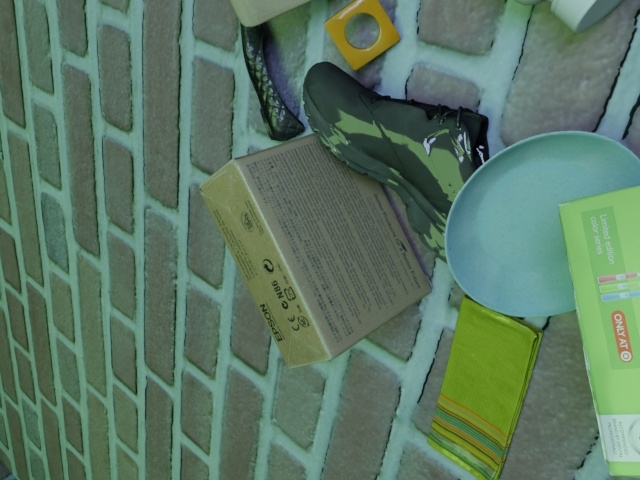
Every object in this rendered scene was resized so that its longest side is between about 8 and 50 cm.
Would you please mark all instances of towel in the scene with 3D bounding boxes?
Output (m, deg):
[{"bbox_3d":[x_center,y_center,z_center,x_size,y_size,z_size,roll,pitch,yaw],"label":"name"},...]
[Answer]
[{"bbox_3d":[0.192,0.186,0.763,0.102,0.021,0.237,25,123,32],"label":"towel"}]

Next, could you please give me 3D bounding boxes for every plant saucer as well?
[{"bbox_3d":[0.211,-0.016,0.594,0.195,0.037,0.194,0,120,0],"label":"plant saucer"}]

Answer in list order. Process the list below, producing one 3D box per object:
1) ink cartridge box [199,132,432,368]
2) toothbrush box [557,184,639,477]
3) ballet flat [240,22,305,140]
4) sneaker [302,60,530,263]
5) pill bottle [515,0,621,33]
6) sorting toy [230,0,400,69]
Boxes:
[{"bbox_3d":[0.000,0.000,0.733,0.088,0.193,0.234,-27,89,48],"label":"ink cartridge box"},{"bbox_3d":[0.337,0.046,0.430,0.283,0.122,0.206,-14,81,36],"label":"toothbrush box"},{"bbox_3d":[-0.066,-0.214,0.813,0.049,0.057,0.173,-17,100,4],"label":"ballet flat"},{"bbox_3d":[0.105,-0.106,0.669,0.286,0.109,0.130,43,126,8],"label":"sneaker"},{"bbox_3d":[0.177,-0.261,0.516,0.180,0.108,0.108,51,134,13],"label":"pill bottle"},{"bbox_3d":[-0.029,-0.340,0.643,0.196,0.047,0.347,-21,116,10],"label":"sorting toy"}]
